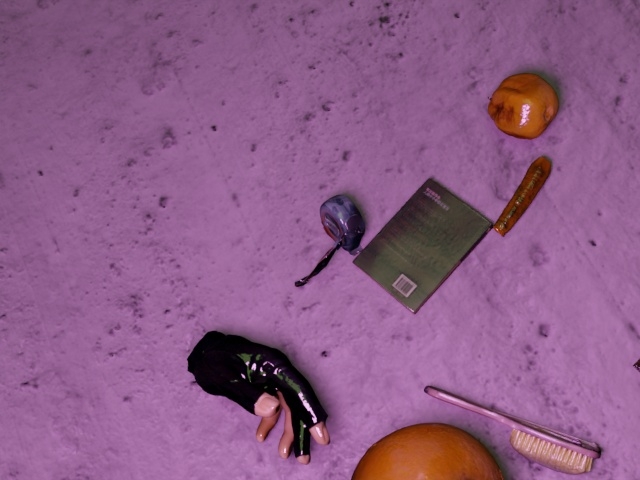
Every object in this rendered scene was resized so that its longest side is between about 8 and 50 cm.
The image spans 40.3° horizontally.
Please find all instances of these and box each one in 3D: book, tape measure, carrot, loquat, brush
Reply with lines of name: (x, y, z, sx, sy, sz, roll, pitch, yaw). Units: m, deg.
book: (0.193, 0.007, 1.655, 0.160, 0.024, 0.228, 40, 81, 20)
tape measure: (-0.001, -0.001, 1.651, 0.180, 0.104, 0.107, -37, 71, -5)
carrot: (0.379, -0.082, 1.644, 0.042, 0.042, 0.170, 33, 80, 20)
loquat: (0.174, 0.422, 1.383, 0.263, 0.263, 0.263, -4, 69, 10)
loquat: (0.386, -0.257, 1.672, 0.137, 0.113, 0.137, -15, 61, 29)
brush: (0.318, 0.325, 1.493, 0.313, 0.072, 0.067, 19, 88, 18)

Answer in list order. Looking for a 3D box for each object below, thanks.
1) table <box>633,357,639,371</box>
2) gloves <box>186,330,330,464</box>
table: (0.589, 0.207, 1.472, 0.070, 0.082, 0.083, -42, 67, -7)
gloves: (-0.103, 0.265, 1.524, 0.152, 0.197, 0.301, -47, 67, 3)
